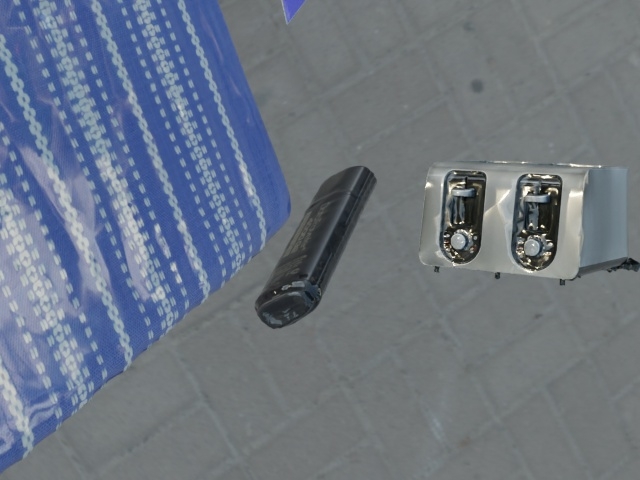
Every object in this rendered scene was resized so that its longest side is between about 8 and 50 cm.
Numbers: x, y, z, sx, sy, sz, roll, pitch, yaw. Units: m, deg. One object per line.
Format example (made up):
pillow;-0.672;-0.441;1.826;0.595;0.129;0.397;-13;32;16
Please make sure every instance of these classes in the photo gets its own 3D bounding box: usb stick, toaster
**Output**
usb stick;0.000;0.000;1.188;0.045;0.077;0.278;56;28;-17
toaster;0.212;-0.022;1.122;0.185;0.168;0.110;-7;101;-56

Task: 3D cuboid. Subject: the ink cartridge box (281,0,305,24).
ink cartridge box;-0.001;-0.347;1.077;0.206;0.045;0.208;-60;146;-41

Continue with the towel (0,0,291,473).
towel;-0.126;-0.060;0.493;0.336;0.040;0.243;-43;115;-59
